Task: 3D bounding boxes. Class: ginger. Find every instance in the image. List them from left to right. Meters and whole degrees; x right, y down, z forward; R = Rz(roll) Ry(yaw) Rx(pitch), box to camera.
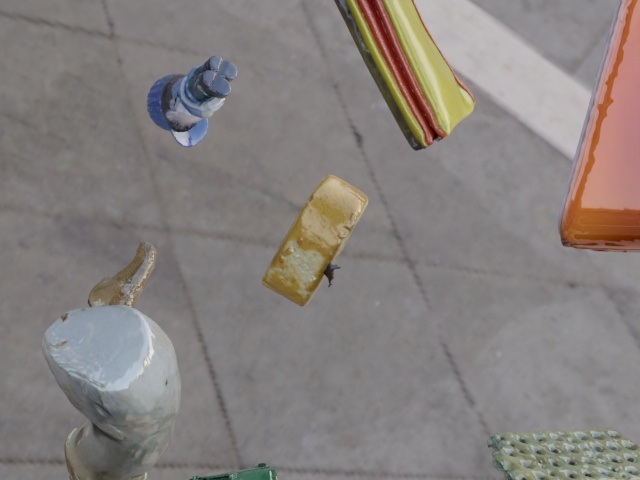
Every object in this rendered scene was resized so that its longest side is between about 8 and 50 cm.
[{"bbox_3d":[-0.182,0.046,1.215,0.048,0.030,0.097,15,74,28],"label":"ginger"}]

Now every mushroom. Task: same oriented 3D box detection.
[{"bbox_3d":[-0.147,0.126,0.968,0.092,0.223,0.081,-8,59,-10],"label":"mushroom"}]

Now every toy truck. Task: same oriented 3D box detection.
[{"bbox_3d":[-0.100,0.304,1.582,0.147,0.079,0.065,11,68,-66],"label":"toy truck"}]

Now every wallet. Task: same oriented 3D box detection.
[{"bbox_3d":[0.066,-0.209,1.271,0.241,0.067,0.141,64,23,-6],"label":"wallet"}]

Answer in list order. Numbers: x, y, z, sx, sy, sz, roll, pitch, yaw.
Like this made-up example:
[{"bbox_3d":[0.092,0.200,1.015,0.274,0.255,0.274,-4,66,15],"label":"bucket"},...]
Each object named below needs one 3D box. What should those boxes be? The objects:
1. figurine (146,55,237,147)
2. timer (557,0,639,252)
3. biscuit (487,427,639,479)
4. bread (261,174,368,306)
[{"bbox_3d":[-0.158,-0.174,1.623,0.087,0.149,0.086,24,66,-19],"label":"figurine"},{"bbox_3d":[0.261,-0.122,0.845,0.161,0.250,0.257,2,4,26],"label":"timer"},{"bbox_3d":[0.254,0.221,1.333,0.203,0.016,0.144,2,16,-26],"label":"biscuit"},{"bbox_3d":[0.000,0.000,1.516,0.073,0.149,0.122,30,33,1],"label":"bread"}]
